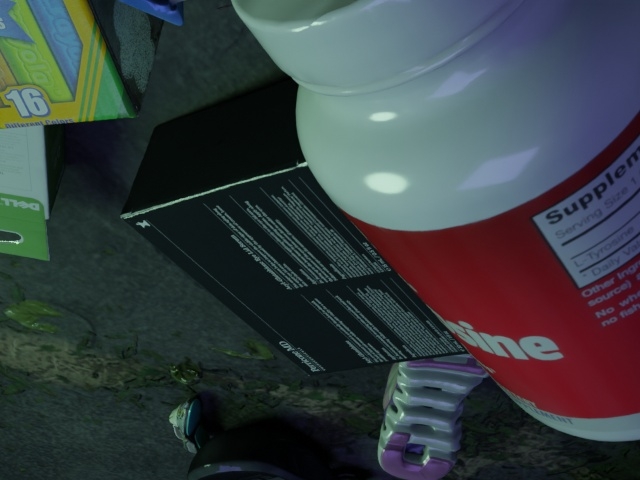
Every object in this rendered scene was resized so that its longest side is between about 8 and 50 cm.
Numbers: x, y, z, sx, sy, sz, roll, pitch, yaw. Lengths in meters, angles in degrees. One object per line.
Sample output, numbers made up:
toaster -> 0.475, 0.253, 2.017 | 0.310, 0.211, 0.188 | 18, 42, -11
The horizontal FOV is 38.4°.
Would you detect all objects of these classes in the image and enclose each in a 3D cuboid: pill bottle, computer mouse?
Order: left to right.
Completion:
computer mouse -> -0.067, 0.286, 1.152 | 0.188, 0.072, 0.272 | -18, 148, 22
pill bottle -> 0.131, -0.056, 0.583 | 0.229, 0.229, 0.408 | -20, 134, 27

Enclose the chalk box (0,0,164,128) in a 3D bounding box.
chalk box -> -0.187, -0.185, 0.532 | 0.132, 0.132, 0.213 | -4, 139, 10

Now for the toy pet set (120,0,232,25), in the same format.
toy pet set -> -0.087, -0.175, 0.540 | 0.065, 0.114, 0.122 | -16, 136, 7

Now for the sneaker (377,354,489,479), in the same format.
sneaker -> 0.113, 0.122, 0.916 | 0.095, 0.104, 0.236 | 14, 117, -7

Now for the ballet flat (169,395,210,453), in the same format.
ballet flat -> -0.160, 0.220, 1.098 | 0.041, 0.041, 0.114 | 0, 140, 5

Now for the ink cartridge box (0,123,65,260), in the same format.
ink cartridge box -> -0.262, -0.077, 0.724 | 0.109, 0.062, 0.209 | 9, 141, -6

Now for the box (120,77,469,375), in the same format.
box -> 0.000, 0.000, 0.749 | 0.184, 0.103, 0.261 | -15, 137, 31
